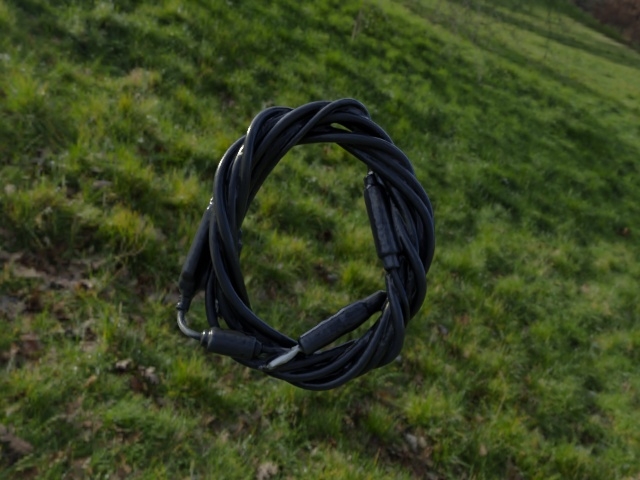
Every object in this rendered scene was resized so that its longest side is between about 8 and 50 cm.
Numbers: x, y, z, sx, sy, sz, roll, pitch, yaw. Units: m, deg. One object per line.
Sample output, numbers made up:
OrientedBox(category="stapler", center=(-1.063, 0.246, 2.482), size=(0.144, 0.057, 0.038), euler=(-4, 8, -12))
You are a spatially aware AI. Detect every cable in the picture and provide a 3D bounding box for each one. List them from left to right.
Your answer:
OrientedBox(category="cable", center=(0.000, 0.000, 0.441), size=(0.151, 0.184, 0.047), euler=(23, -3, 0))
